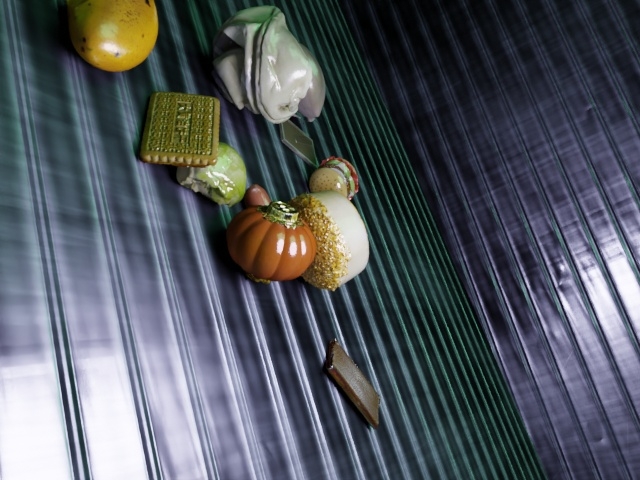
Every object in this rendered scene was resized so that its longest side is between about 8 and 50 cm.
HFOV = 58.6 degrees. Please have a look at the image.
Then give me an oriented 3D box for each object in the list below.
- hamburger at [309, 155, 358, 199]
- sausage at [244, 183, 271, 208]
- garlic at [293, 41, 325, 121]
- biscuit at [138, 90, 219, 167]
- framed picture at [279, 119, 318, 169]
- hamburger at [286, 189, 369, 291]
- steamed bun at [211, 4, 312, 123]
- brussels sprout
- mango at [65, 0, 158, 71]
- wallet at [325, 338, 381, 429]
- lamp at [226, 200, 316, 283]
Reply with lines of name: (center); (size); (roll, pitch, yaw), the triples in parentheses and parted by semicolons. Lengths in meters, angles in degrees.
hamburger: (0.040, -0.197, 1.963); (0.175, 0.175, 0.137); (59, 38, -9)
sausage: (-0.151, -0.063, 1.541); (0.077, 0.077, 0.194); (-4, 68, -64)
garlic: (-0.122, -0.554, 2.045); (0.246, 0.231, 0.340); (20, -44, 56)
biscuit: (-0.323, -0.265, 1.330); (0.172, 0.029, 0.254); (3, 49, -11)
framed picture: (-0.082, -0.360, 2.063); (0.203, 0.015, 0.150); (34, 36, -46)
hamburger: (0.000, 0.000, 1.560); (0.179, 0.294, 0.276); (-22, 101, -22)
steamed bun: (-0.204, -0.509, 1.708); (0.394, 0.237, 0.346); (42, -31, 53)
brussels sprout: (-0.257, -0.165, 1.379); (0.183, 0.131, 0.145); (35, 58, -45)
mango: (-0.459, -0.478, 1.266); (0.191, 0.160, 0.290); (53, 28, -40)
wallet: (0.091, 0.400, 1.590); (0.243, 0.039, 0.133); (53, 19, -19)
lamp: (-0.120, 0.006, 1.384); (0.223, 0.196, 0.223); (20, 20, -8)
